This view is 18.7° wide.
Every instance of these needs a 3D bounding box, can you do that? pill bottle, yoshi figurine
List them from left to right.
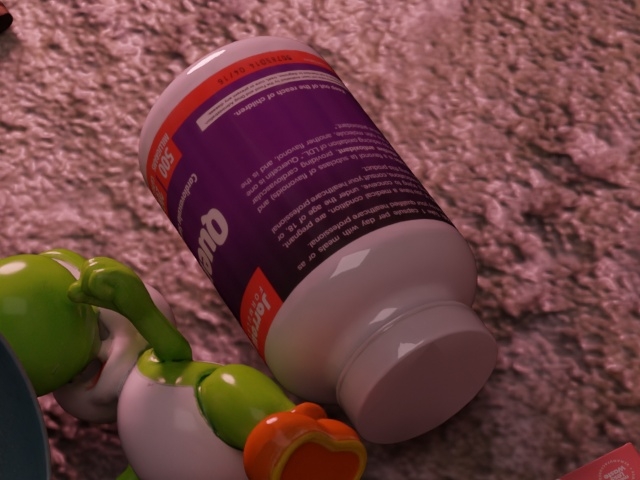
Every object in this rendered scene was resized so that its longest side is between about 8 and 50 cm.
[{"bbox_3d":[-0.149,0.119,1.450,0.203,0.203,0.362,-42,51,-16],"label":"yoshi figurine"},{"bbox_3d":[0.000,0.000,1.524,0.181,0.181,0.323,-29,56,-10],"label":"pill bottle"}]

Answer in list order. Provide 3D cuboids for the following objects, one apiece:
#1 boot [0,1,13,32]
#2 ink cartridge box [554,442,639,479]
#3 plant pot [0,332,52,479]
[{"bbox_3d":[-0.359,-0.223,1.817,0.106,0.037,0.114,-24,57,-30],"label":"boot"},{"bbox_3d":[0.223,0.257,1.382,0.115,0.067,0.198,-26,56,-8],"label":"ink cartridge box"},{"bbox_3d":[-0.363,0.171,1.359,0.195,0.290,0.290,-15,45,45],"label":"plant pot"}]
